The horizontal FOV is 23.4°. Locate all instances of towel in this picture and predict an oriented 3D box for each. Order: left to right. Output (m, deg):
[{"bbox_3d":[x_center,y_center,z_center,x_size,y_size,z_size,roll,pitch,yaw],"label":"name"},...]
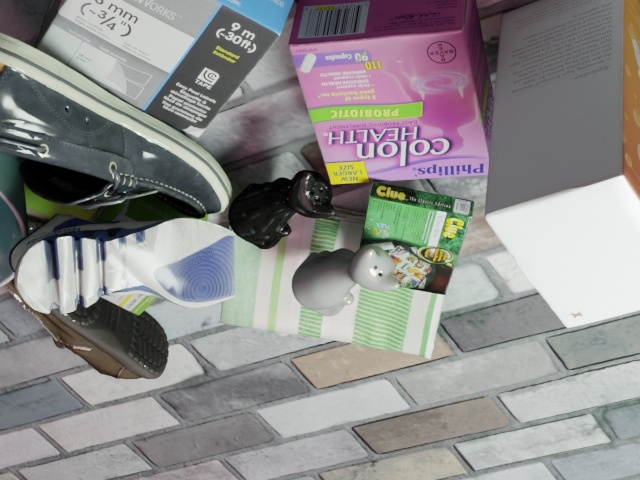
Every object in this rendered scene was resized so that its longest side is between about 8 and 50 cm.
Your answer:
[{"bbox_3d":[0.021,0.055,2.244,0.325,0.038,0.248,9,127,2],"label":"towel"}]

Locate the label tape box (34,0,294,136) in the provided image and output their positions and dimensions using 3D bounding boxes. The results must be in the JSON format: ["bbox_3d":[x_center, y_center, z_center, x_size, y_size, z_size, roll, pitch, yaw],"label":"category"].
[{"bbox_3d":[-0.170,-0.302,1.865,0.241,0.106,0.333,26,137,-18],"label":"label tape box"}]

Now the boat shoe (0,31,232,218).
[{"bbox_3d":[-0.303,-0.115,1.972,0.187,0.156,0.500,18,173,38],"label":"boat shoe"}]

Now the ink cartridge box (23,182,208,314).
[{"bbox_3d":[-0.319,-0.023,2.217,0.255,0.097,0.189,28,136,-20],"label":"ink cartridge box"}]

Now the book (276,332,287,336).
[{"bbox_3d":[-0.033,0.089,2.336,0.144,0.035,0.096,-27,128,31],"label":"book"}]

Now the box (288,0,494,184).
[{"bbox_3d":[0.095,-0.198,1.918,0.214,0.117,0.243,-3,138,14],"label":"box"}]

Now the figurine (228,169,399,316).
[{"bbox_3d":[0.000,0.000,2.063,0.215,0.092,0.209,48,155,-12],"label":"figurine"}]

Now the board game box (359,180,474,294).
[{"bbox_3d":[0.122,0.001,2.076,0.136,0.030,0.259,14,155,2],"label":"board game box"}]

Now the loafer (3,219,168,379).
[{"bbox_3d":[-0.386,0.112,2.354,0.130,0.134,0.366,-19,131,29],"label":"loafer"}]

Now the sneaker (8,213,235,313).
[{"bbox_3d":[-0.282,0.015,2.092,0.315,0.182,0.127,-3,104,-27],"label":"sneaker"}]

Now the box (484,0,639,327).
[{"bbox_3d":[0.320,-0.108,1.799,0.168,0.345,0.215,-18,132,28],"label":"box"}]

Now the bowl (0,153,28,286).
[{"bbox_3d":[-0.539,-0.079,2.149,0.312,0.163,0.311,6,138,6],"label":"bowl"}]
